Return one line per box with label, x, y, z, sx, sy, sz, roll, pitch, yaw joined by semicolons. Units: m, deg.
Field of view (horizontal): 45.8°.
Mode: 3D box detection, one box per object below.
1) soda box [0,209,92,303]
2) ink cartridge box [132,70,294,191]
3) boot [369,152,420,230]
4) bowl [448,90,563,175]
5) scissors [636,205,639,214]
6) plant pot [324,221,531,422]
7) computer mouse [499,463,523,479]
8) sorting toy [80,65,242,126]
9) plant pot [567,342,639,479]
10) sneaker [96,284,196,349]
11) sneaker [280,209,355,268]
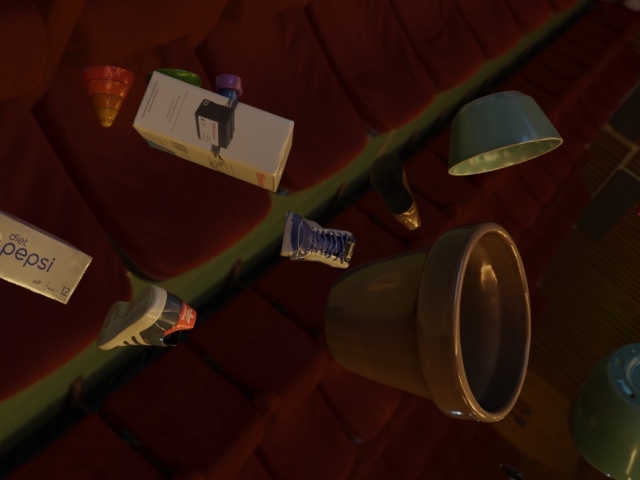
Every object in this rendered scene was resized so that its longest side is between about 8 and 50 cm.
soda box;-0.524;0.005;1.247;0.286;0.091;0.098;35;81;-50
ink cartridge box;-0.220;-0.228;1.635;0.223;0.308;0.129;122;-12;-84
boot;0.234;-0.149;2.339;0.112;0.305;0.115;-27;134;13
bowl;0.481;-0.298;2.058;0.312;0.163;0.311;-12;172;-2
scissors;0.689;-0.080;1.486;0.109;0.021;0.297;-9;173;16
plant pot;0.138;0.108;1.043;0.263;0.229;0.262;4;85;-55
computer mouse;0.354;0.459;1.293;0.060;0.184;0.262;-39;174;2
sorting toy;-0.364;-0.318;1.743;0.127;0.366;0.126;126;-36;-78
plant pot;0.736;0.373;1.736;0.293;0.293;0.235;-45;148;-29
sneaker;-0.428;0.216;1.865;0.350;0.148;0.131;-22;-132;49
sneaker;0.000;0.000;2.055;0.315;0.182;0.127;43;54;-80
